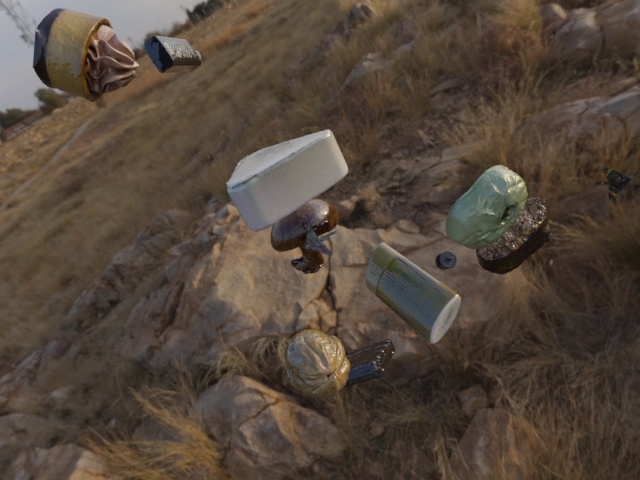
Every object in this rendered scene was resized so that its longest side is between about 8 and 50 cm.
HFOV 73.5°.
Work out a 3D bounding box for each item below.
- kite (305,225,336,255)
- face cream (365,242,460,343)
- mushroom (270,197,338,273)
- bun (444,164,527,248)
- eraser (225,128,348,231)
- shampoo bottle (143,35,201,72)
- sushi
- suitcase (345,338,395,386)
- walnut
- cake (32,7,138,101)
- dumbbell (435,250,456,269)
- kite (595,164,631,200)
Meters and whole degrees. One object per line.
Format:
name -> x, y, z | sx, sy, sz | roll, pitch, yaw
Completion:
kite -> 0.000, 0.000, 1.463 | 0.157, 0.139, 0.011 | -30, 19, 42
face cream -> 0.220, 0.126, 1.104 | 0.285, 0.067, 0.139 | 40, 111, 47
mushroom -> -0.074, -0.013, 1.984 | 0.331, 0.355, 0.334 | -6, -1, -29
bun -> 0.405, -0.067, 1.033 | 0.221, 0.221, 0.108 | -37, 58, -10
eraser -> -0.127, -0.162, 1.195 | 0.332, 0.149, 0.331 | -21, 24, 10
shampoo bottle -> -0.464, -0.609, 1.409 | 0.071, 0.098, 0.309 | -31, 16, 18
sushi -> 0.789, -0.028, 1.806 | 0.348, 0.207, 0.234 | -44, 45, -6
suitcase -> 0.172, 0.481, 1.681 | 0.206, 0.066, 0.285 | -24, -3, 21
walnut -> -0.015, 0.372, 1.312 | 0.198, 0.198, 0.245 | -38, 17, -12
cake -> -0.526, -0.417, 1.003 | 0.185, 0.178, 0.207 | 116, 174, -52
dumbbell -> 0.494, 0.078, 1.687 | 0.069, 0.069, 0.147 | -35, -6, -6
kite -> 0.881, -0.174, 1.287 | 0.090, 0.122, 0.004 | -2, 31, 36
